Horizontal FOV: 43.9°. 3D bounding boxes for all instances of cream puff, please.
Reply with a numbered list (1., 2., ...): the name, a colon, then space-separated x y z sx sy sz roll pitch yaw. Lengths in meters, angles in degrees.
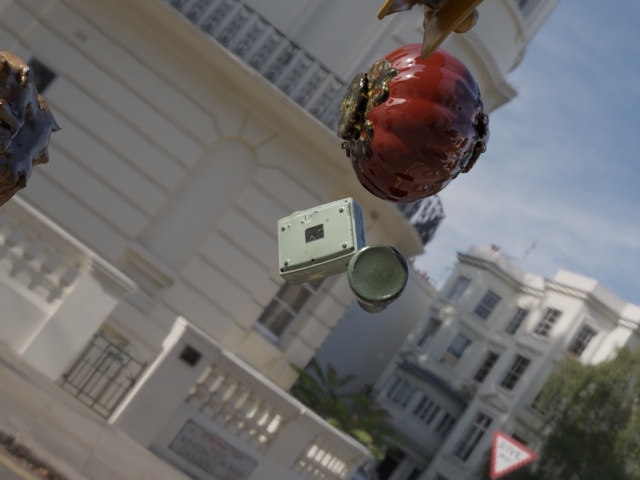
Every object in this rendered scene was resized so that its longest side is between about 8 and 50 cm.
1. cream puff: -0.547 -0.195 1.306 0.154 0.241 0.269 4 -55 12

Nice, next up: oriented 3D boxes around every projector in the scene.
1. projector: 0.000 0.000 1.355 0.147 0.115 0.061 -17 -33 21

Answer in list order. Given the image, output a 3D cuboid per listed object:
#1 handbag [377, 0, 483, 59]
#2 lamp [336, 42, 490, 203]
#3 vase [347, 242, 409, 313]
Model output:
1. handbag: 0.209 -0.391 0.917 0.133 0.401 0.283 38 -51 -10
2. lamp: 0.134 -0.160 1.117 0.227 0.227 0.227 35 -10 7
3. vase: 0.083 0.068 1.194 0.086 0.086 0.214 34 -10 9
